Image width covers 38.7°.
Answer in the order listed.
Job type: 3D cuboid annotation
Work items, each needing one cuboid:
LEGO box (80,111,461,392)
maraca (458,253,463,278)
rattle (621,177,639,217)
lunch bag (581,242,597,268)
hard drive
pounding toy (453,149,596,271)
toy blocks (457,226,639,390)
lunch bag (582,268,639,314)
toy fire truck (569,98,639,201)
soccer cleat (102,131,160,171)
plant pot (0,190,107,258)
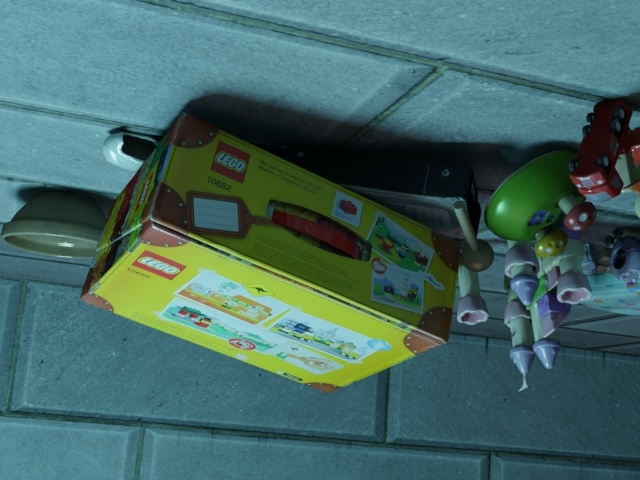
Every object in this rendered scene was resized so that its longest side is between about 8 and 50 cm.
[{"bbox_3d":[-0.088,0.049,1.492,0.500,0.193,0.372,24,149,-21],"label":"LEGO box"},{"bbox_3d":[0.234,0.040,2.015,0.186,0.099,0.127,16,164,22],"label":"maraca"},{"bbox_3d":[0.446,-0.070,1.204,0.200,0.142,0.130,18,126,-23],"label":"rattle"},{"bbox_3d":[0.555,0.038,1.990,0.083,0.053,0.071,-14,161,25],"label":"lunch bag"},{"bbox_3d":[0.089,-0.077,1.516,0.339,0.064,0.237,9,167,15],"label":"hard drive"},{"bbox_3d":[0.333,-0.026,1.396,0.237,0.110,0.183,-27,148,-5],"label":"pounding toy"},{"bbox_3d":[0.466,0.133,1.824,0.309,0.260,0.288,8,148,-15],"label":"toy blocks"},{"bbox_3d":[0.716,0.094,2.056,0.224,0.107,0.279,17,162,-34],"label":"lunch bag"},{"bbox_3d":[0.395,-0.109,1.197,0.047,0.192,0.135,-9,133,44],"label":"toy fire truck"},{"bbox_3d":[-0.263,-0.129,1.502,0.196,0.068,0.076,17,160,-34],"label":"soccer cleat"},{"bbox_3d":[-0.536,-0.037,1.900,0.237,0.109,0.237,4,168,1],"label":"plant pot"}]
